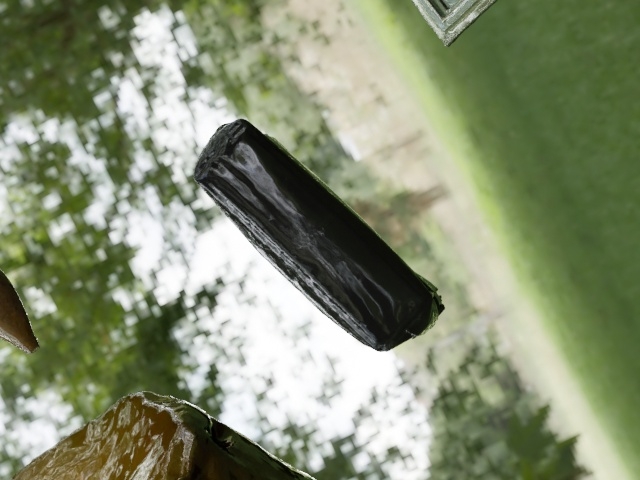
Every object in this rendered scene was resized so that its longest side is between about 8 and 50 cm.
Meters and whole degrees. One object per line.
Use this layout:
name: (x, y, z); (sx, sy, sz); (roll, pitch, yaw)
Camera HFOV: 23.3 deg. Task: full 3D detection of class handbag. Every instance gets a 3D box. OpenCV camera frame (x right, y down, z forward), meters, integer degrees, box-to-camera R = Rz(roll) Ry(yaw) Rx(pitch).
handbag: (0.000, 0.000, 1.361); (0.247, 0.080, 0.223); (43, -177, 6)

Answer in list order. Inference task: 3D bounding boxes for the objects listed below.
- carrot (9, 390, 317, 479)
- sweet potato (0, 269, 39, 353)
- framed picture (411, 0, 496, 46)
carrot: (-0.060, 0.240, 0.873); (0.341, 0.241, 0.241); (39, -162, -32)
sweet potato: (-0.259, -0.005, 0.968); (0.218, 0.065, 0.051); (36, 169, -6)
framed picture: (0.119, -0.297, 1.030); (0.016, 0.273, 0.216); (4, -132, -58)
